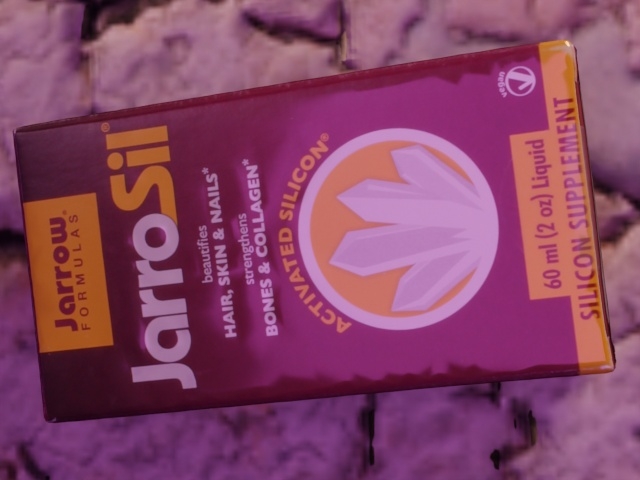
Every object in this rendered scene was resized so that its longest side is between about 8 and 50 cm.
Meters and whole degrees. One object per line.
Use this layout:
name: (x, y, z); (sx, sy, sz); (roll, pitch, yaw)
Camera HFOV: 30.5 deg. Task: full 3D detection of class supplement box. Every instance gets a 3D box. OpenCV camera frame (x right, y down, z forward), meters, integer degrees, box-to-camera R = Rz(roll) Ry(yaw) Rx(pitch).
supplement box: (0.000, 0.000, 0.407); (0.188, 0.081, 0.104); (-7, 89, 13)
